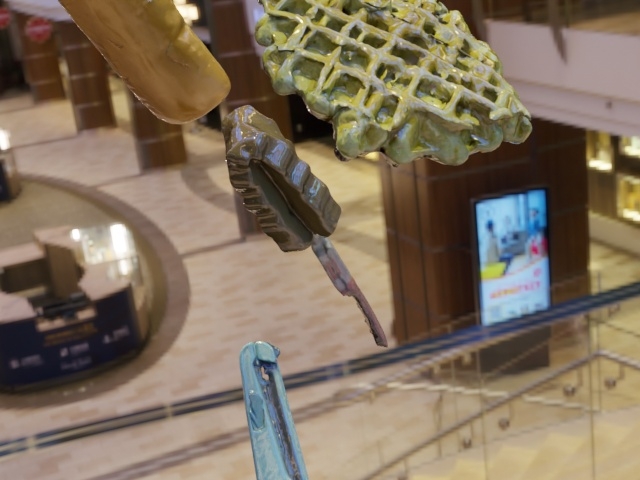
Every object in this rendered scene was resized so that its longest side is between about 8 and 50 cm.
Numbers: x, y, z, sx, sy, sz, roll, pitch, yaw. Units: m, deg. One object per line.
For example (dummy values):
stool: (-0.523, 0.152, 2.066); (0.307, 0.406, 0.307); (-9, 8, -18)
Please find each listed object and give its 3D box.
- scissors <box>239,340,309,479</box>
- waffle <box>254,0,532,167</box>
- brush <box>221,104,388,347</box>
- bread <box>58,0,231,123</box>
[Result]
scissors: (-0.022, 0.289, 1.032); (0.180, 0.393, 0.032); (-13, -16, -2)
waffle: (0.083, -0.202, 1.145); (0.317, 0.073, 0.297); (-7, 55, -27)
brush: (0.000, 0.000, 0.962); (0.071, 0.301, 0.084); (-30, 35, 6)
bread: (-0.237, -0.268, 1.280); (0.142, 0.305, 0.091); (5, 52, 46)
